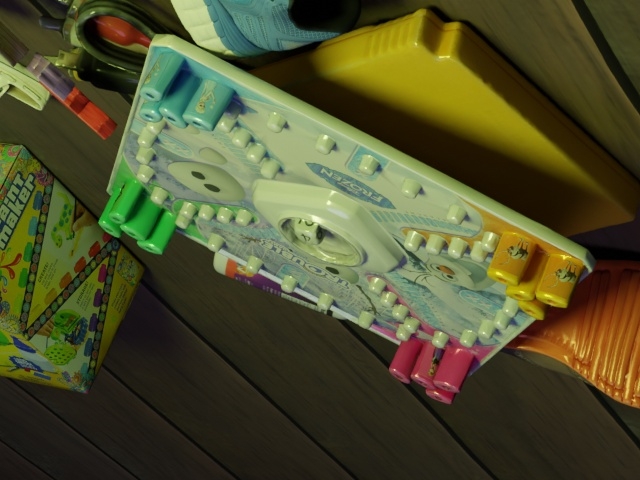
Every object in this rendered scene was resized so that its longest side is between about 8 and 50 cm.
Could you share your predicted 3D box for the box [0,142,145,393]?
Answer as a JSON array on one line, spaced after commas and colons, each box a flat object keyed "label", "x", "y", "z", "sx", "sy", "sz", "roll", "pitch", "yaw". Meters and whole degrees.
[{"label": "box", "x": -0.414, "y": 0.020, "z": 2.295, "sx": 0.290, "sy": 0.177, "sz": 0.279, "roll": 8, "pitch": 153, "yaw": 34}]

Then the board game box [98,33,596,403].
[{"label": "board game box", "x": 0.000, "y": 0.000, "z": 1.709, "sx": 0.390, "sy": 0.050, "sz": 0.390, "roll": 27, "pitch": 159, "yaw": -3}]

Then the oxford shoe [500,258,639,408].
[{"label": "oxford shoe", "x": 0.267, "y": 0.078, "z": 1.877, "sx": 0.363, "sy": 0.130, "sz": 0.133, "roll": 19, "pitch": 179, "yaw": 21}]

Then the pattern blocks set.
[{"label": "pattern blocks set", "x": -0.325, "y": -0.214, "z": 1.670, "sx": 0.325, "sy": 0.026, "sz": 0.285, "roll": 40, "pitch": 177, "yaw": 17}]

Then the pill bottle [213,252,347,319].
[{"label": "pill bottle", "x": 0.001, "y": 0.014, "z": 1.961, "sx": 0.193, "sy": 0.108, "sz": 0.108, "roll": 20, "pitch": 159, "yaw": 4}]

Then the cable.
[{"label": "cable", "x": -0.113, "y": -0.164, "z": 1.762, "sx": 0.287, "sy": 0.072, "sz": 0.139, "roll": 11, "pitch": 148, "yaw": -3}]

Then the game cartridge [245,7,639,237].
[{"label": "game cartridge", "x": 0.067, "y": -0.073, "z": 1.711, "sx": 0.323, "sy": 0.053, "sz": 0.285, "roll": -16, "pitch": 139, "yaw": 41}]

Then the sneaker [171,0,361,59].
[{"label": "sneaker", "x": -0.070, "y": -0.242, "z": 1.433, "sx": 0.147, "sy": 0.130, "sz": 0.330, "roll": 0, "pitch": 159, "yaw": 30}]

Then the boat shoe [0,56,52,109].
[{"label": "boat shoe", "x": -0.314, "y": -0.159, "z": 1.960, "sx": 0.100, "sy": 0.035, "sz": 0.035, "roll": 27, "pitch": 159, "yaw": -12}]
